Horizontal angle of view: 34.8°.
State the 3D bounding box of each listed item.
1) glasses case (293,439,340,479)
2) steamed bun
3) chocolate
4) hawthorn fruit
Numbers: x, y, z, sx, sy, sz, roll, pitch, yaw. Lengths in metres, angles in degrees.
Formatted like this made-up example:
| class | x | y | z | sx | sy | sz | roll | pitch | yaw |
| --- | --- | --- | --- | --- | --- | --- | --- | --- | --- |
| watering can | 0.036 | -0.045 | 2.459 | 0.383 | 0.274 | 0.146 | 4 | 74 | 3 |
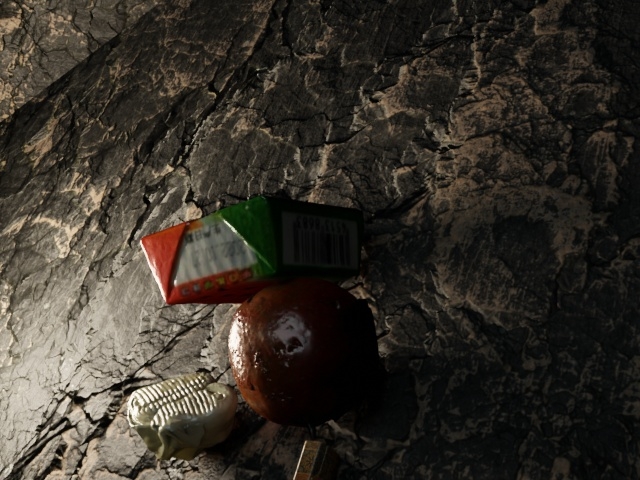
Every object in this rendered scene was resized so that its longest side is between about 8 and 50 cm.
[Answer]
| class | x | y | z | sx | sy | sz | roll | pitch | yaw |
| --- | --- | --- | --- | --- | --- | --- | --- | --- | --- |
| glasses case | -0.023 | 0.487 | 1.890 | 0.049 | 0.075 | 0.218 | -1 | 54 | 30 |
| steamed bun | -0.276 | 0.378 | 2.107 | 0.217 | 0.144 | 0.211 | -20 | 25 | -20 |
| chocolate | -0.126 | 0.029 | 2.136 | 0.341 | 0.360 | 0.162 | -17 | 77 | 33 |
| hawthorn fruit | -0.027 | 0.211 | 1.979 | 0.315 | 0.316 | 0.316 | -18 | 46 | 20 |
